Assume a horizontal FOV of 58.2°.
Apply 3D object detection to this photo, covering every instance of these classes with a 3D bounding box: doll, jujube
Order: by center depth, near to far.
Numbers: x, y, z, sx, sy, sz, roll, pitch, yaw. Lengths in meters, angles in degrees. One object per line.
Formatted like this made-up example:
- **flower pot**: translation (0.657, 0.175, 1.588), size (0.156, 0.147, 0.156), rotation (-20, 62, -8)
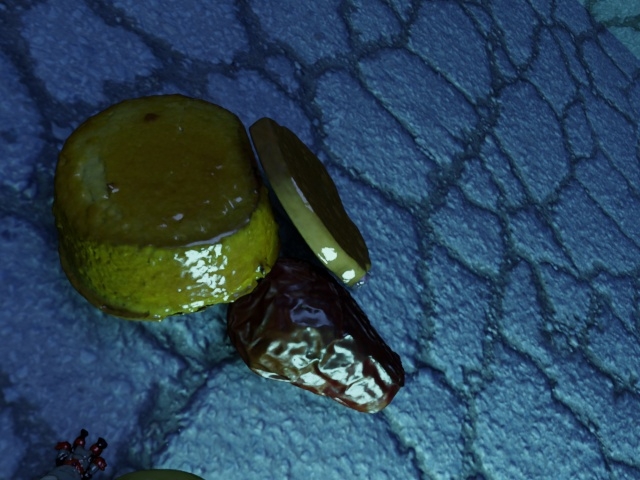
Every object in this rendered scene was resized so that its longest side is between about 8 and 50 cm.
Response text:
- **doll**: translation (-0.353, 0.340, 0.772), size (0.109, 0.057, 0.169), rotation (29, 42, -3)
- **jujube**: translation (-0.001, 0.173, 0.986), size (0.342, 0.216, 0.216), rotation (36, 55, -26)

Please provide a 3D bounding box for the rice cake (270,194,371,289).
- **rice cake**: translation (0.000, 0.000, 1.140), size (0.270, 0.055, 0.049), rotation (46, 46, -13)

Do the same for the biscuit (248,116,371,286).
- **biscuit**: translation (-0.010, -0.065, 1.016), size (0.312, 0.057, 0.351), rotation (60, 12, 2)

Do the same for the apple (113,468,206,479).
- **apple**: translation (-0.217, 0.396, 0.754), size (0.200, 0.200, 0.200), rotation (13, 64, -28)

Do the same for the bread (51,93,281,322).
- **bread**: translation (-0.226, -0.066, 0.873), size (0.337, 0.204, 0.358), rotation (-9, 54, -22)
